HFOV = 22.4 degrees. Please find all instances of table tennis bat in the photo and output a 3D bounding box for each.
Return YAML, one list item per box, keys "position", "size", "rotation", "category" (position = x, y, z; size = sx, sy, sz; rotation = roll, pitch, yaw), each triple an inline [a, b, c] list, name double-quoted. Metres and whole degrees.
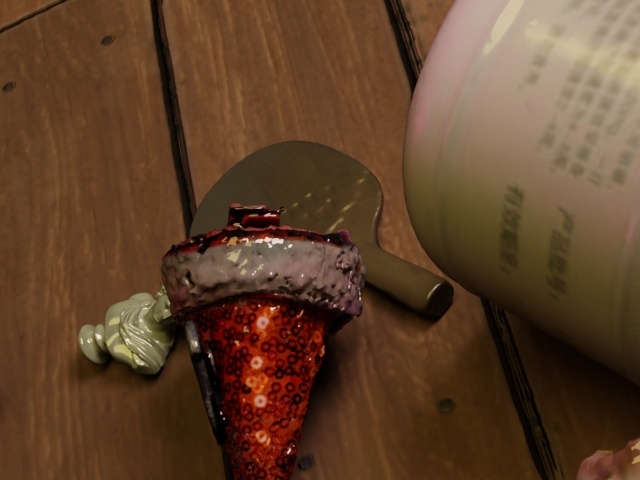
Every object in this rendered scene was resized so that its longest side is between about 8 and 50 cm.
- position: [0.000, 0.000, 1.106]
  size: [0.131, 0.022, 0.234]
  rotation: [-48, 44, -14]
  category: "table tennis bat"

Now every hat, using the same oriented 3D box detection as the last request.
- position: [-0.036, 0.093, 0.993]
  size: [0.129, 0.140, 0.227]
  rotation: [4, 71, -19]
  category: "hat"

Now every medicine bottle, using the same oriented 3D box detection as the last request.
- position: [0.222, -0.030, 0.847]
  size: [0.302, 0.241, 0.241]
  rotation: [30, 71, 33]
  category: "medicine bottle"

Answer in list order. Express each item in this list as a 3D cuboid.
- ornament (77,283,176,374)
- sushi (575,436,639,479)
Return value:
- position: [-0.120, 0.058, 1.109]
  size: [0.092, 0.041, 0.068]
  rotation: [-44, 39, 3]
  category: "ornament"
- position: [0.176, 0.224, 0.712]
  size: [0.237, 0.171, 0.270]
  rotation: [-20, 44, 14]
  category: "sushi"
